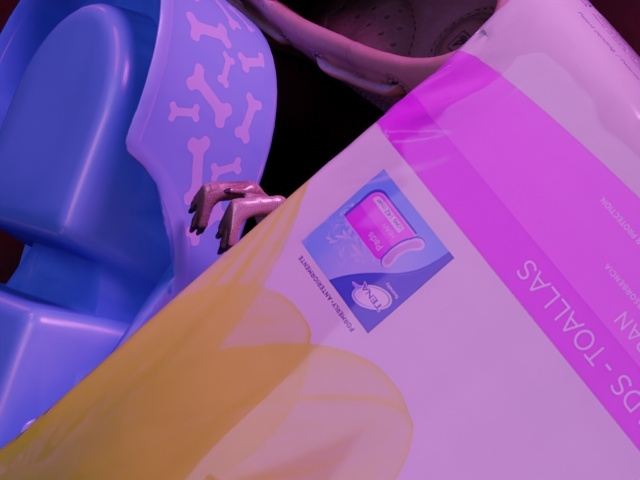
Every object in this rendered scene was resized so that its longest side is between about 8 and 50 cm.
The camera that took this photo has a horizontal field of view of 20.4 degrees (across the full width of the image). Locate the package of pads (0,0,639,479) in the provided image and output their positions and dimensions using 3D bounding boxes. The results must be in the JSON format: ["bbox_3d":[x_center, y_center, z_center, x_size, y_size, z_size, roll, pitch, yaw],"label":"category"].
[{"bbox_3d":[0.041,0.096,0.576,0.296,0.101,0.229,-41,62,10],"label":"package of pads"}]

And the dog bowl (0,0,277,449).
[{"bbox_3d":[-0.108,0.017,0.754,0.166,0.074,0.297,13,82,57],"label":"dog bowl"}]

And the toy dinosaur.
[{"bbox_3d":[0.000,0.000,0.684,0.053,0.093,0.183,-114,41,-54],"label":"toy dinosaur"}]

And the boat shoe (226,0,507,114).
[{"bbox_3d":[0.011,-0.138,0.787,0.121,0.110,0.341,-48,44,1],"label":"boat shoe"}]
